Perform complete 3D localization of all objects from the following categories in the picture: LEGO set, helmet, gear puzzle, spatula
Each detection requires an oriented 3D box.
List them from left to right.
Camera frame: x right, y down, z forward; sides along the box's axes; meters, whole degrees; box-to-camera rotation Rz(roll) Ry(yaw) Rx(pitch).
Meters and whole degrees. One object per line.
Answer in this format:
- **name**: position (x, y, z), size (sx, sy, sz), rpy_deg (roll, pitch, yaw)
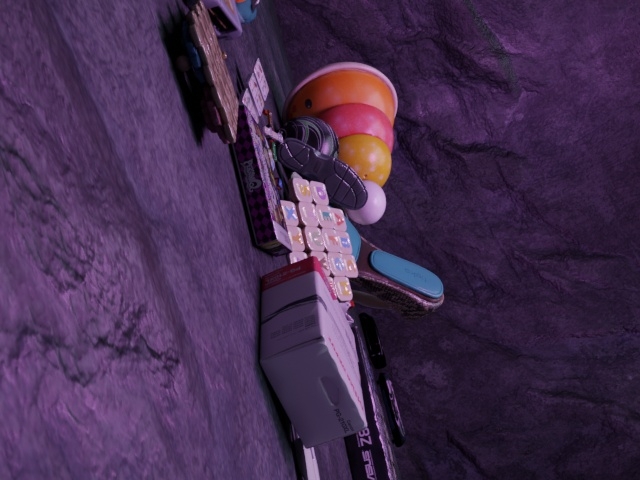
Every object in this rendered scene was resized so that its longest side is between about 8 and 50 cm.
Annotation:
- **gear puzzle**: position (-0.165, -0.254, 1.175), size (0.339, 0.044, 0.175), rpy_deg (-102, 174, -68)
- **LEGO set**: position (-0.127, -0.227, 1.688), size (0.182, 0.060, 0.244), rpy_deg (-80, 157, -50)
- **spatula**: position (-0.026, 0.290, 1.257), size (0.168, 0.019, 0.242), rpy_deg (67, 9, -57)
- **helmet**: position (-0.034, -0.250, 2.158), size (0.169, 0.169, 0.162), rpy_deg (66, 28, -67)

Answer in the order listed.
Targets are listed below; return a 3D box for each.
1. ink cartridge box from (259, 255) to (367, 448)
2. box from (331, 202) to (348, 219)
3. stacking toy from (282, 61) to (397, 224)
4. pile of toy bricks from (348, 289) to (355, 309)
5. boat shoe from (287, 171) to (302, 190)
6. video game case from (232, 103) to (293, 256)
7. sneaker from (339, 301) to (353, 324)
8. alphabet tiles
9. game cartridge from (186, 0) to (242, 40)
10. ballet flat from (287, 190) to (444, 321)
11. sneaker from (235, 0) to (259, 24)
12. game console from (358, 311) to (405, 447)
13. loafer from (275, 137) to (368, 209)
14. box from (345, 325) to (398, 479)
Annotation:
- **ink cartridge box**: position (-0.013, 0.160, 1.205), size (0.237, 0.100, 0.172), rpy_deg (-96, 163, -64)
- **box**: position (0.024, -0.010, 2.261), size (0.311, 0.121, 0.148), rpy_deg (-80, 155, -80)
- **stacking toy**: position (0.093, -0.241, 2.296), size (0.351, 0.350, 0.480), rpy_deg (71, 4, -48)
- **pile of toy bricks**: position (0.067, 0.173, 2.311), size (0.212, 0.105, 0.118), rpy_deg (65, 11, -68)
- **boat shoe**: position (-0.064, -0.134, 2.088), size (0.046, 0.038, 0.125), rpy_deg (-58, 148, -19)
- **video game case**: position (-0.103, -0.095, 1.394), size (0.210, 0.041, 0.232), rpy_deg (56, 20, -82)
- **sneaker**: position (0.028, 0.137, 1.985), size (0.080, 0.094, 0.212), rpy_deg (-98, 172, -48)
- **alphabet tiles**: position (0.000, 0.000, 1.799), size (0.278, 0.021, 0.284), rpy_deg (7, 66, -58)
- **game cartridge**: position (-0.196, -0.460, 1.359), size (0.297, 0.062, 0.198), rpy_deg (-43, 123, -85)
- **ballet flat**: position (0.079, 0.062, 2.020), size (0.482, 0.182, 0.164), rpy_deg (34, 37, -14)
- **sneaker**: position (-0.160, -0.562, 1.701), size (0.302, 0.121, 0.108), rpy_deg (65, 11, -69)
- **game console**: position (0.171, 0.381, 2.221), size (0.213, 0.044, 0.361), rpy_deg (65, 10, -72)
- **loafer**: position (0.001, -0.169, 1.988), size (0.267, 0.096, 0.084), rpy_deg (34, -1, -21)
- **box**: position (0.114, 0.453, 2.041), size (0.318, 0.097, 0.395), rpy_deg (64, 11, -62)
